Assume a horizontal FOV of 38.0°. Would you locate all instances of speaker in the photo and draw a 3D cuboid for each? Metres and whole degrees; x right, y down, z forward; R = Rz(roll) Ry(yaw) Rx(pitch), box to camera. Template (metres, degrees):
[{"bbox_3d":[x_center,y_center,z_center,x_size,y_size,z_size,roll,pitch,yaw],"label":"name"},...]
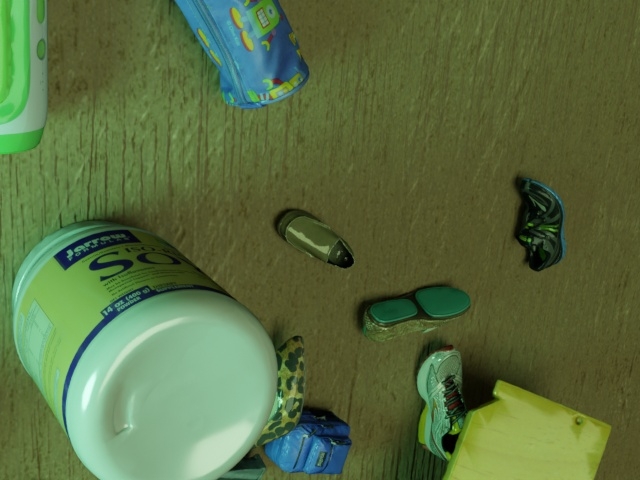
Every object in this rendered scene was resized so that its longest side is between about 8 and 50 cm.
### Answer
[{"bbox_3d":[-0.359,-0.249,0.999,0.131,0.131,0.296,-6,112,-31],"label":"speaker"}]

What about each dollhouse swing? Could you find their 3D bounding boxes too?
[{"bbox_3d":[0.326,0.447,1.684,0.315,0.305,0.346,23,83,-9],"label":"dollhouse swing"}]

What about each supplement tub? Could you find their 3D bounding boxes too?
[{"bbox_3d":[-0.224,0.121,1.105,0.241,0.331,0.241,-13,116,-29],"label":"supplement tub"}]

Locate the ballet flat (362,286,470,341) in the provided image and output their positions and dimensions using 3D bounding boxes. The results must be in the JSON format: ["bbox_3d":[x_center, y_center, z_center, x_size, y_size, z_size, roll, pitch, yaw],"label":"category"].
[{"bbox_3d":[0.153,0.123,1.525,0.206,0.073,0.067,-6,139,-28],"label":"ballet flat"}]

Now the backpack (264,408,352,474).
[{"bbox_3d":[-0.019,0.318,1.462,0.120,0.101,0.098,13,94,-32],"label":"backpack"}]

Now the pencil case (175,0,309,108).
[{"bbox_3d":[-0.123,-0.301,1.131,0.133,0.119,0.306,-58,133,-38],"label":"pencil case"}]

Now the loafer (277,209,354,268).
[{"bbox_3d":[0.000,0.000,1.375,0.148,0.050,0.056,26,93,-37],"label":"loafer"}]

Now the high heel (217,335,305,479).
[{"bbox_3d":[-0.129,0.250,1.367,0.186,0.093,0.261,11,108,-37],"label":"high heel"}]

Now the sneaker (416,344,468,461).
[{"bbox_3d":[0.226,0.282,1.607,0.088,0.093,0.225,-18,117,-26],"label":"sneaker"}]

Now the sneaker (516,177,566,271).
[{"bbox_3d":[0.376,-0.023,1.597,0.078,0.067,0.188,-35,127,-24],"label":"sneaker"}]
